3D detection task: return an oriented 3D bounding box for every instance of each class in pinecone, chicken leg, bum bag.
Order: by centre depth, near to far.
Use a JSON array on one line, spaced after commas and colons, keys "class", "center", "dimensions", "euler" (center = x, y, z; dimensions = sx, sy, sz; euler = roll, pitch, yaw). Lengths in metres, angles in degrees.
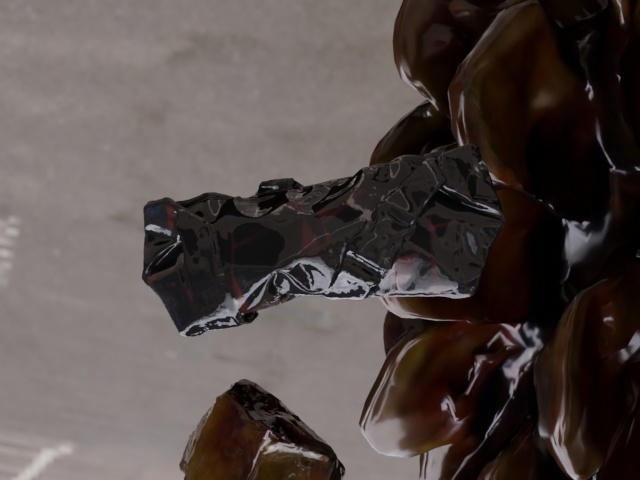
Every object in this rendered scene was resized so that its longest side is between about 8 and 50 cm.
[{"class": "bum bag", "center": [0.000, 0.001, 0.607], "dimensions": [0.124, 0.057, 0.034], "euler": [-10, 152, 11]}, {"class": "chicken leg", "center": [-0.059, 0.178, 0.674], "dimensions": [0.093, 0.304, 0.113], "euler": [25, -148, 2]}, {"class": "pinecone", "center": [0.208, -0.010, 0.754], "dimensions": [0.398, 0.397, 0.398], "euler": [10, 168, 2]}]
